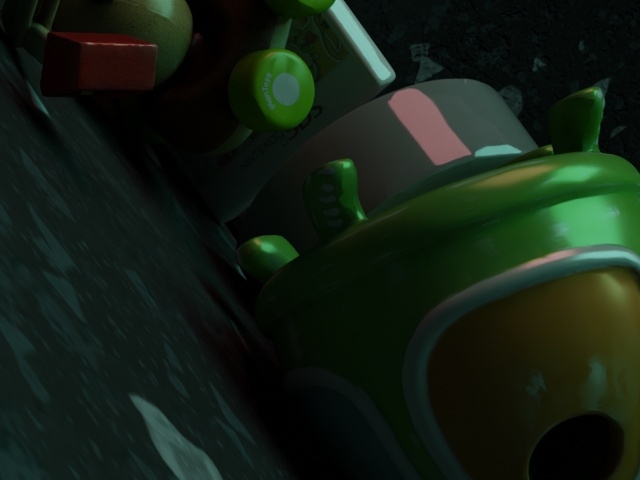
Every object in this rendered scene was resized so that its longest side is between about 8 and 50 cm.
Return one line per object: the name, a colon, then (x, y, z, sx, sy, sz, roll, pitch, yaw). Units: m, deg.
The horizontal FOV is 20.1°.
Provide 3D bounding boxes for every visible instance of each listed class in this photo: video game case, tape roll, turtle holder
video game case: (-0.076, -0.151, 1.268, 0.026, 0.206, 0.227, -31, 85, -45)
tape roll: (0.054, -0.010, 1.243, 0.072, 0.219, 0.219, 58, 5, 27)
turtle holder: (0.078, 0.074, 1.060, 0.243, 0.320, 0.227, -13, 78, -38)

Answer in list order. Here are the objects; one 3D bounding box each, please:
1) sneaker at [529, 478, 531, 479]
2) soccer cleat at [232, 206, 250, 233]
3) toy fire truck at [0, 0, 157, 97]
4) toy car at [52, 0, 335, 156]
sneaker: (0.174, 0.122, 1.218, 0.145, 0.090, 0.270, -106, -165, -76)
soccer cleat: (-0.040, -0.078, 1.434, 0.318, 0.116, 0.108, 56, 4, 27)
toy fire truck: (-0.152, -0.152, 0.980, 0.192, 0.047, 0.135, 19, -72, 55)
toy car: (-0.112, -0.147, 1.122, 0.188, 0.149, 0.155, 22, -15, -36)
